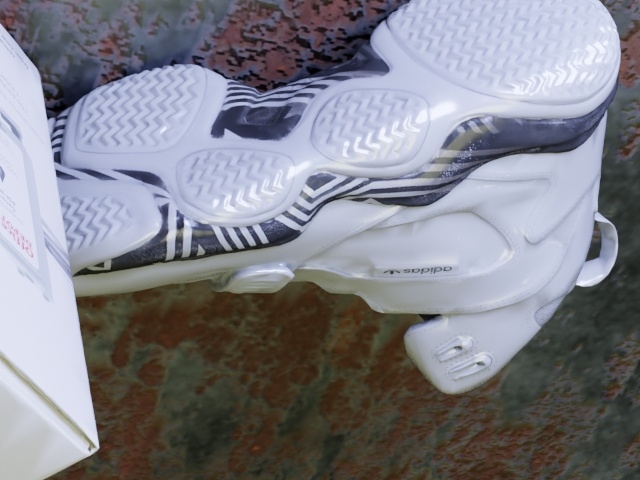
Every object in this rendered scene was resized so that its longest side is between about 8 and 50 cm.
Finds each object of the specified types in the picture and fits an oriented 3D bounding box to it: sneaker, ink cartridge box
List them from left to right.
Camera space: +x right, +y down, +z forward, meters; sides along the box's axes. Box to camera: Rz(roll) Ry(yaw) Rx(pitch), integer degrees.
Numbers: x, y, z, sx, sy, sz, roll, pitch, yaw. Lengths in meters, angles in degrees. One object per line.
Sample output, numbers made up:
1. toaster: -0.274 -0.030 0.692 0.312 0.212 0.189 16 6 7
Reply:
1. ink cartridge box: -0.235 0.017 0.957 0.207 0.283 0.117 -28 133 12
2. sneaker: 0.000 0.000 1.107 0.366 0.137 0.210 -19 132 -3
